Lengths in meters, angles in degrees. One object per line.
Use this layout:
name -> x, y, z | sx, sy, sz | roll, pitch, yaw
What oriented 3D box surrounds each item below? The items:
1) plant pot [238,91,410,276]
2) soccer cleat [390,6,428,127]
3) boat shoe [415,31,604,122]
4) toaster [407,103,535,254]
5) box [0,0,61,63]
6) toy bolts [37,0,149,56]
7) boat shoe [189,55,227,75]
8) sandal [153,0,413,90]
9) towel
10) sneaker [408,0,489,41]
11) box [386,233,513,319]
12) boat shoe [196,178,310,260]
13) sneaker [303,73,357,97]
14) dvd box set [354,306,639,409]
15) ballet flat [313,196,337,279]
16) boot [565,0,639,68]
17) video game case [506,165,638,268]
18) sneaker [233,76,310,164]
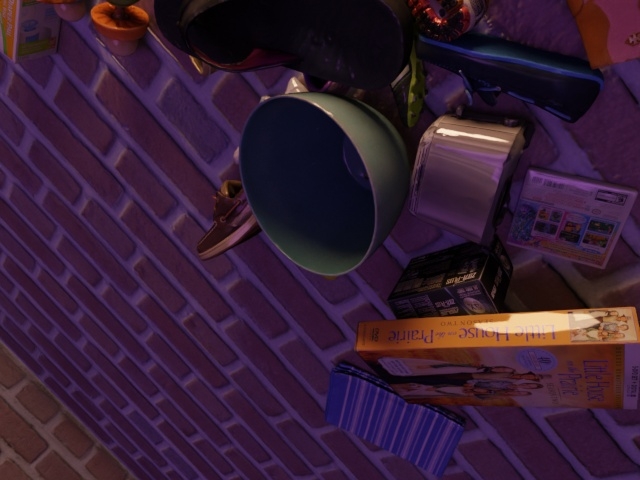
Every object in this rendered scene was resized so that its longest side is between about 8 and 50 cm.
plant pot -> 0.033, -0.113, 0.831 | 0.290, 0.195, 0.290 | 25, 130, 34
soccer cleat -> 0.126, -0.268, 0.789 | 0.072, 0.060, 0.179 | 11, 118, 36
boat shoe -> 0.251, -0.225, 0.708 | 0.258, 0.109, 0.089 | 25, 134, 17
toaster -> 0.229, -0.097, 0.792 | 0.146, 0.129, 0.227 | 22, 131, 22
box -> -0.615, -0.490, 1.038 | 0.103, 0.114, 0.203 | 39, 130, 2
toy bolts -> -0.460, -0.445, 0.936 | 0.228, 0.218, 0.158 | 46, 140, 20
boat shoe -> -0.240, -0.426, 0.858 | 0.285, 0.089, 0.104 | 57, 151, -14
sandal -> -0.093, -0.305, 0.706 | 0.445, 0.107, 0.168 | 19, 138, 27
towel -> 0.168, 0.449, 1.243 | 0.335, 0.040, 0.243 | 21, 129, 17
sneaker -> 0.142, -0.373, 0.698 | 0.225, 0.092, 0.088 | 54, 152, 8
box -> 0.231, 0.078, 0.889 | 0.180, 0.147, 0.078 | -20, 108, 38
boat shoe -> -0.160, -0.073, 1.049 | 0.342, 0.123, 0.123 | -33, 90, 38
sneaker -> -0.004, -0.331, 0.788 | 0.095, 0.104, 0.237 | 0, 117, 33
dvd box set -> 0.310, 0.219, 0.877 | 0.420, 0.062, 0.308 | -7, 144, 25
ballet flat -> 0.000, 0.000, 1.021 | 0.077, 0.077, 0.231 | 15, 126, 21
boot -> 0.312, -0.313, 0.604 | 0.295, 0.104, 0.211 | -5, 109, 24
video game case -> 0.394, -0.036, 0.804 | 0.157, 0.019, 0.143 | 17, 127, 20
sneaker -> -0.097, -0.222, 0.945 | 0.212, 0.080, 0.094 | -29, 91, 33
